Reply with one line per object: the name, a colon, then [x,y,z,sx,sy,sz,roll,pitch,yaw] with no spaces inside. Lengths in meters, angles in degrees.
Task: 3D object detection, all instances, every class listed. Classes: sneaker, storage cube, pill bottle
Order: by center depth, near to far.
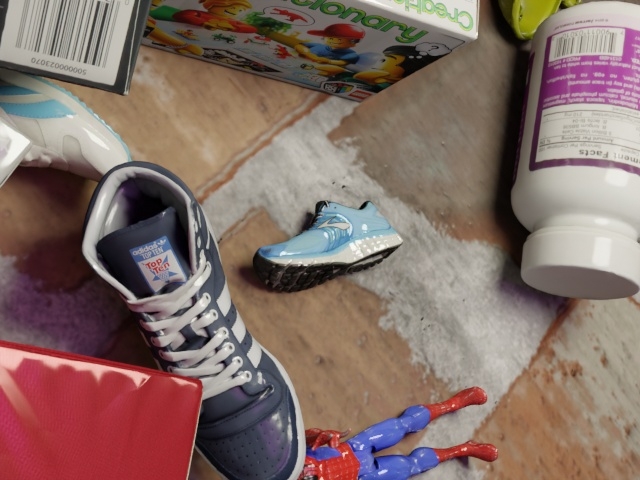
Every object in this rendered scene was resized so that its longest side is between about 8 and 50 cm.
storage cube: [-0.217,0.172,0.614,0.193,0.215,0.184,17,72,-33]
sneaker: [-0.100,0.068,0.695,0.099,0.153,0.282,-25,75,-2]
sneaker: [-0.262,-0.094,0.716,0.228,0.087,0.092,27,75,-15]
sneaker: [0.000,0.000,0.869,0.162,0.063,0.073,-14,70,-36]
pill bottle: [0.303,-0.094,0.987,0.169,0.169,0.302,19,72,-26]

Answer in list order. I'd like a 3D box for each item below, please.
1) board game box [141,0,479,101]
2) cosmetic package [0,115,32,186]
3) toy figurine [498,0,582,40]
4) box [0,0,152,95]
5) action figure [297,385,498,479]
board game box: [-0.038,-0.207,0.797,0.305,0.193,0.053,9,76,-28]
cosmetic package: [-0.290,-0.025,0.589,0.107,0.238,0.127,39,64,-19]
toy figurine: [0.219,-0.445,1.035,0.191,0.217,0.363,-36,144,-44]
box: [-0.223,-0.217,0.632,0.165,0.270,0.143,10,108,-28]
action figure: [0.062,0.199,0.816,0.280,0.139,0.091,-9,85,-29]
